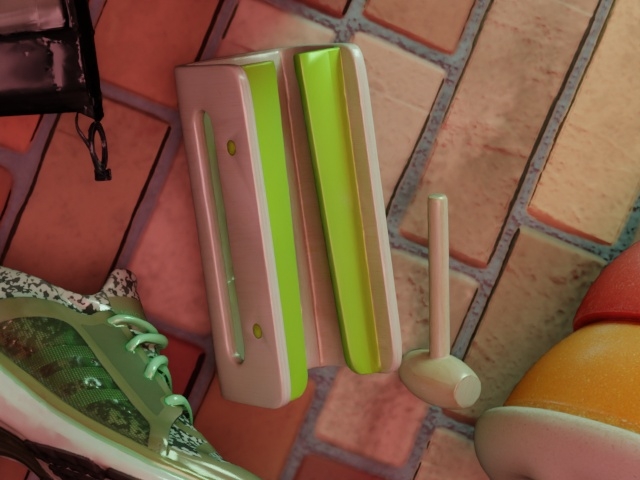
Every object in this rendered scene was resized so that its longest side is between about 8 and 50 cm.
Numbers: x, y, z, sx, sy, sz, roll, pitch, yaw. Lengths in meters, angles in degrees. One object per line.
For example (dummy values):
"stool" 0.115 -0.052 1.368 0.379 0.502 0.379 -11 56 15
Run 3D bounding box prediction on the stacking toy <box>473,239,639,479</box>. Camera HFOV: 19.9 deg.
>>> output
"stacking toy" 0.367 0.047 1.509 0.350 0.350 0.480 29 75 -14

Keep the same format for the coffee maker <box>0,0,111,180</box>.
"coffee maker" -0.263 -0.126 1.403 0.178 0.120 0.171 -8 75 1

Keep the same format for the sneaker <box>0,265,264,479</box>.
"sneaker" -0.165 0.104 1.411 0.410 0.158 0.182 28 65 8

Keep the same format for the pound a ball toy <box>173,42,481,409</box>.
"pound a ball toy" 0.000 0.000 1.499 0.208 0.136 0.319 -15 102 -34
